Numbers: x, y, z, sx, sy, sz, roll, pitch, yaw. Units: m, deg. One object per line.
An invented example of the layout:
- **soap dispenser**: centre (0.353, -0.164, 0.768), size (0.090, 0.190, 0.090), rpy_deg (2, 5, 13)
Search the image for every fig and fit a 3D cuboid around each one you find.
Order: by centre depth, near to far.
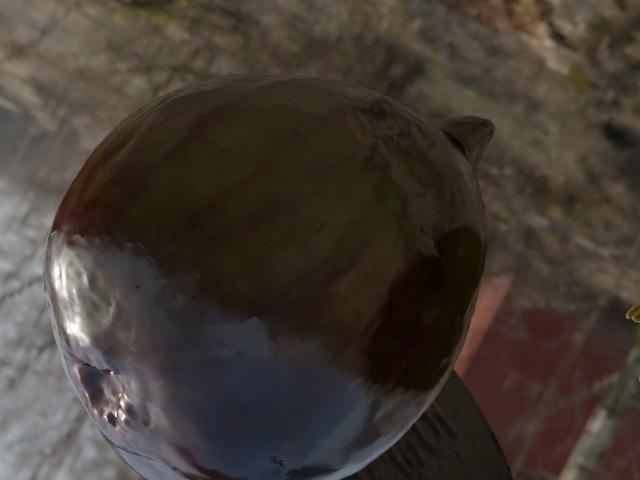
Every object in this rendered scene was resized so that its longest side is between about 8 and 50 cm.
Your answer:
- **fig**: centre (0.000, 0.000, 0.481), size (0.103, 0.154, 0.109), rpy_deg (46, 147, 9)

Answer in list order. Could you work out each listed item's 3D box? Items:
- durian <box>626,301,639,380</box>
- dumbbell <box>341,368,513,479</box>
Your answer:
- **durian**: centre (0.206, 0.043, 0.490), size (0.154, 0.260, 0.186), rpy_deg (40, -150, -38)
- **dumbbell**: centre (-0.075, 0.173, 0.975), size (0.204, 0.322, 0.204), rpy_deg (41, -156, -24)
